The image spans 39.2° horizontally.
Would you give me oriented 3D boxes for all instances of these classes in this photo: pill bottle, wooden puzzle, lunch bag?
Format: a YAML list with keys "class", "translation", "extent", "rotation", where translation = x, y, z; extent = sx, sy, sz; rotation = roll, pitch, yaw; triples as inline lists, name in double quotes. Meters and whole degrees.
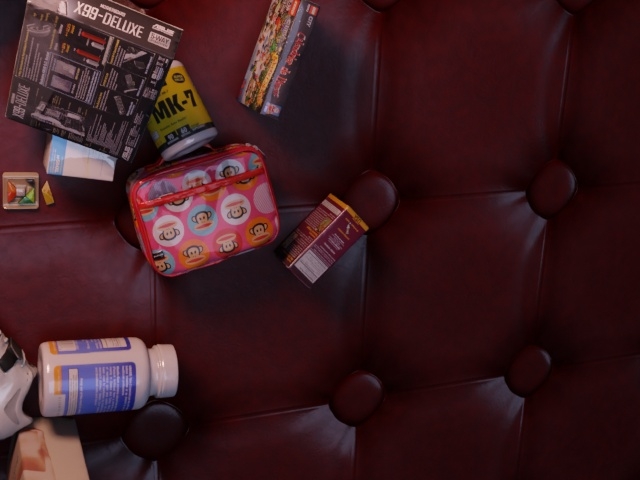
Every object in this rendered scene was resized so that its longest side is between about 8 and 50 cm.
- class: "pill bottle"
  translation: [-0.439, 0.279, 1.859]
  extent: [0.271, 0.152, 0.152]
  rotation: [0, 108, -23]
- class: "pill bottle"
  translation: [-0.294, -0.269, 1.717]
  extent: [0.119, 0.119, 0.209]
  rotation: [-28, 93, -12]
- class: "wooden puzzle"
  translation: [-0.581, -0.097, 1.746]
  extent: [0.116, 0.014, 0.079]
  rotation: [-9, 111, -20]
- class: "lunch bag"
  translation: [-0.243, -0.085, 1.841]
  extent: [0.293, 0.120, 0.258]
  rotation: [-19, 110, -17]

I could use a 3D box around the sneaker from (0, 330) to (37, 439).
- class: "sneaker"
  translation: [-0.647, 0.238, 1.792]
  extent: [0.146, 0.122, 0.331]
  rotation: [-15, 113, -37]

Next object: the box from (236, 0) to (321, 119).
- class: "box"
  translation: [-0.087, -0.367, 1.777]
  extent: [0.044, 0.159, 0.233]
  rotation: [16, 101, -26]

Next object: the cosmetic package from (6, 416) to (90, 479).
- class: "cosmetic package"
  translation: [-0.551, 0.489, 1.804]
  extent: [0.129, 0.296, 0.153]
  rotation: [8, 103, -24]

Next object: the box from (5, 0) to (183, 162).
- class: "box"
  translation: [-0.398, -0.284, 1.550]
  extent: [0.242, 0.077, 0.307]
  rotation: [20, 143, -14]

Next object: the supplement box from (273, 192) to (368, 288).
- class: "supplement box"
  translation: [0.000, 0.000, 1.973]
  extent: [0.188, 0.104, 0.081]
  rotation: [-46, 119, -2]

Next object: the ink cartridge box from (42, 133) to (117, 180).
- class: "ink cartridge box"
  translation: [-0.452, -0.172, 1.729]
  extent: [0.143, 0.092, 0.090]
  rotation: [7, 106, -24]
